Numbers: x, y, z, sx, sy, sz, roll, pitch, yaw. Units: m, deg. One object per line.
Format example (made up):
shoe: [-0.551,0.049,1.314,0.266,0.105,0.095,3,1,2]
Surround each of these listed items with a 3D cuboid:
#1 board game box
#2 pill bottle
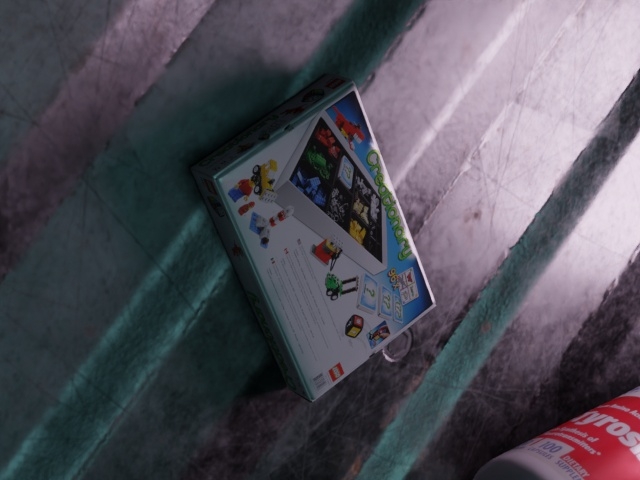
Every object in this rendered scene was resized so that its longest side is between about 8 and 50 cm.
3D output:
board game box: [0.000,0.000,1.718,0.193,0.053,0.305,-36,123,-23]
pill bottle: [0.404,0.311,2.017,0.408,0.229,0.229,-20,116,-32]
